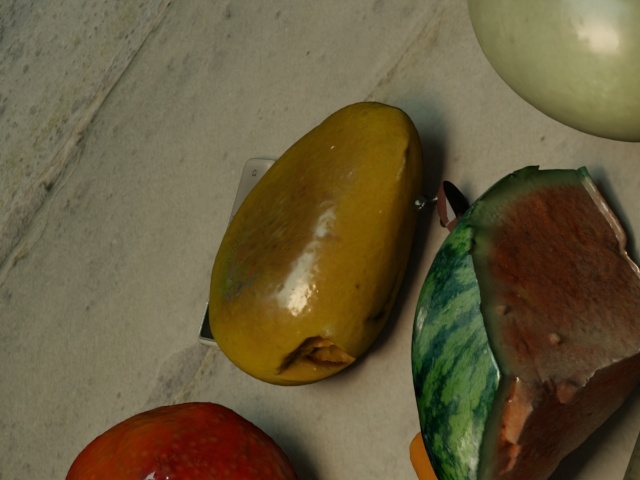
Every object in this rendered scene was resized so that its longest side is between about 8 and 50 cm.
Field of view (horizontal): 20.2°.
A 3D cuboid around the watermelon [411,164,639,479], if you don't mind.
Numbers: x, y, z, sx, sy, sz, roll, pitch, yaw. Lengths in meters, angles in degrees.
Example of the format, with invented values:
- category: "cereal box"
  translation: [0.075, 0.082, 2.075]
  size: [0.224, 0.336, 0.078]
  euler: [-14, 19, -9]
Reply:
- category: "watermelon"
  translation: [0.184, 0.076, 1.813]
  size: [0.319, 0.222, 0.292]
  euler: [-38, 59, 7]

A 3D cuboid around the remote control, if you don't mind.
- category: "remote control"
  translation: [-0.111, 0.016, 2.381]
  size: [0.067, 0.029, 0.261]
  euler: [7, 80, 50]

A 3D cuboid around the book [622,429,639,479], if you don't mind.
- category: "book"
  translation: [0.330, 0.168, 1.714]
  size: [0.215, 0.025, 0.283]
  euler: [35, -107, -86]

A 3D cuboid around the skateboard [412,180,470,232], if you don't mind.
- category: "skateboard"
  translation: [0.177, -0.012, 2.049]
  size: [0.080, 0.067, 0.151]
  euler: [-43, 51, 15]

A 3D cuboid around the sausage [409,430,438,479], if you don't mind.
- category: "sausage"
  translation: [0.168, 0.281, 1.900]
  size: [0.098, 0.098, 0.238]
  euler: [-50, 44, 22]

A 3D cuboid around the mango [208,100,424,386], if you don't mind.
- category: "mango"
  translation: [0.000, 0.000, 2.140]
  size: [0.253, 0.182, 0.365]
  euler: [37, 104, 51]

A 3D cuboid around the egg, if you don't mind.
- category: "egg"
  translation: [0.296, -0.237, 1.845]
  size: [0.352, 0.258, 0.258]
  euler: [38, 103, 53]

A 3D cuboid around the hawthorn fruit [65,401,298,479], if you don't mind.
- category: "hawthorn fruit"
  translation: [-0.180, 0.312, 2.154]
  size: [0.287, 0.287, 0.330]
  euler: [-62, 32, 9]
